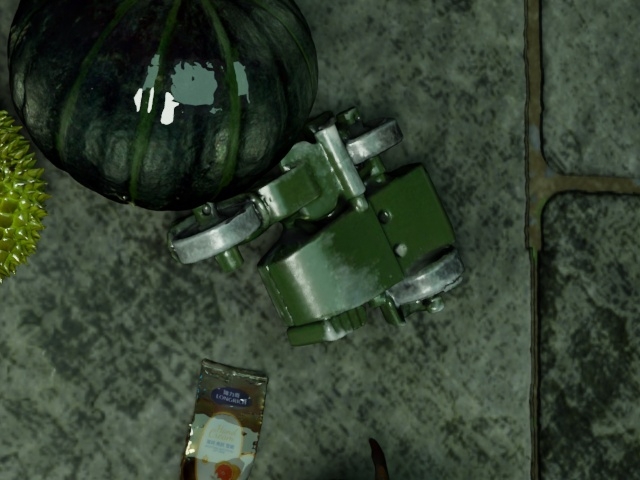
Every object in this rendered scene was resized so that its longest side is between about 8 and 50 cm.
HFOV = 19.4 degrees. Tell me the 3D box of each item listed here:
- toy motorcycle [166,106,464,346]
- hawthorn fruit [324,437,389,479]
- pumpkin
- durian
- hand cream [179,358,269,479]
[{"bbox_3d":[0.000,0.000,1.590,0.275,0.127,0.205,-31,103,-31],"label":"toy motorcycle"},{"bbox_3d":[0.028,0.301,1.543,0.254,0.254,0.300,19,51,-25],"label":"hawthorn fruit"},{"bbox_3d":[-0.126,-0.132,1.476,0.250,0.216,0.249,5,55,-7],"label":"pumpkin"},{"bbox_3d":[-0.288,-0.034,1.427,0.159,0.146,0.198,-35,129,-7],"label":"durian"},{"bbox_3d":[-0.088,0.184,1.580,0.062,0.039,0.163,14,79,-10],"label":"hand cream"}]
